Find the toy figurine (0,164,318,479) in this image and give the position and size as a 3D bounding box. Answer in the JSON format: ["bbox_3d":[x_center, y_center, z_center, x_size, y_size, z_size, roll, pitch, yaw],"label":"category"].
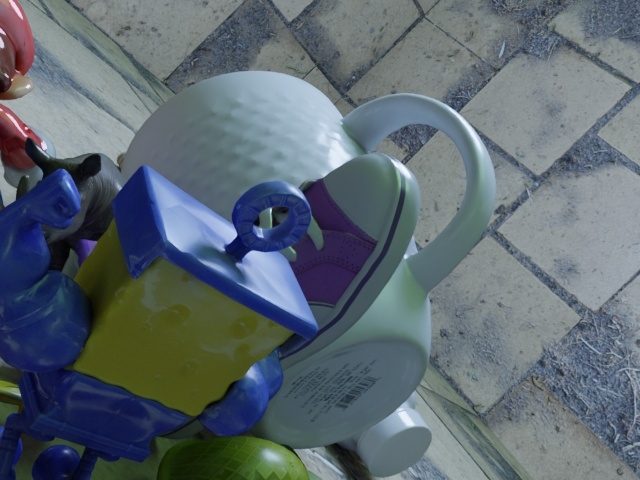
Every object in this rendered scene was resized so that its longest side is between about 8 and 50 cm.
[{"bbox_3d":[-0.056,0.078,0.348,0.363,0.217,0.191,35,9,-38],"label":"toy figurine"}]

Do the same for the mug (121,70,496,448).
[{"bbox_3d":[0.000,0.000,0.711,0.276,0.374,0.328,42,15,-49],"label":"mug"}]

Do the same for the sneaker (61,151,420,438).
[{"bbox_3d":[-0.069,0.023,0.468,0.161,0.282,0.102,40,10,-41],"label":"sneaker"}]

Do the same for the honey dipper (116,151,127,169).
[{"bbox_3d":[-0.271,-0.077,1.064,0.160,0.030,0.030,54,9,34],"label":"honey dipper"}]

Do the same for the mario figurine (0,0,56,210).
[{"bbox_3d":[-0.308,-0.085,0.536,0.320,0.170,0.198,-112,-164,-50],"label":"mario figurine"}]

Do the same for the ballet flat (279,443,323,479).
[{"bbox_3d":[0.007,0.242,0.536,0.203,0.074,0.074,49,6,29],"label":"ballet flat"}]

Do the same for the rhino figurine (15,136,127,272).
[{"bbox_3d":[-0.178,-0.011,0.535,0.073,0.106,0.243,18,-12,6],"label":"rhino figurine"}]

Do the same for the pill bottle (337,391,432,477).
[{"bbox_3d":[0.048,0.198,0.923,0.124,0.124,0.221,41,8,-45],"label":"pill bottle"}]
